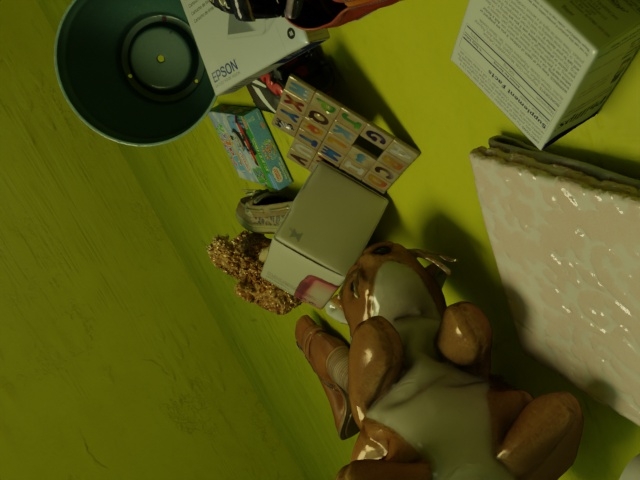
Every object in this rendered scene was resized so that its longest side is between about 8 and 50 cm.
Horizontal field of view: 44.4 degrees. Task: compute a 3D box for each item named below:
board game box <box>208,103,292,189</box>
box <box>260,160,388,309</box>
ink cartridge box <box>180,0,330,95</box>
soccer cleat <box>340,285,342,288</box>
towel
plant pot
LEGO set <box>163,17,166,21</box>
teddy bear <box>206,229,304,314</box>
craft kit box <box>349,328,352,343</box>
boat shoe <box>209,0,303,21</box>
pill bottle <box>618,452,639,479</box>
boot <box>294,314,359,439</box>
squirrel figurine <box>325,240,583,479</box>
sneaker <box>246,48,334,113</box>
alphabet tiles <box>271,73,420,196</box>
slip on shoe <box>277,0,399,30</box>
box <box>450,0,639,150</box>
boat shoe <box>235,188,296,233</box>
[{"bbox_3d":[-0.143,-0.189,1.558,0.211,0.039,0.160,23,142,62],"label":"board game box"},{"bbox_3d":[0.000,0.000,1.255,0.127,0.149,0.232,30,162,0],"label":"box"},{"bbox_3d":[-0.106,-0.331,1.036,0.223,0.045,0.224,-16,96,50],"label":"ink cartridge box"},{"bbox_3d":[0.080,0.057,1.351,0.196,0.068,0.076,149,104,-71],"label":"soccer cleat"},{"bbox_3d":[0.298,0.063,0.787,0.332,0.053,0.317,33,150,57],"label":"towel"},{"bbox_3d":[-0.307,-0.330,1.435,0.293,0.293,0.196,62,-171,-11],"label":"plant pot"},{"bbox_3d":[-0.390,-0.515,1.590,0.227,0.087,0.093,60,162,-4],"label":"LEGO set"},{"bbox_3d":[-0.090,0.038,1.527,0.245,0.113,0.338,26,-171,6],"label":"teddy bear"},{"bbox_3d":[0.105,0.319,1.525,0.250,0.061,0.247,81,-179,-61],"label":"craft kit box"},{"bbox_3d":[-0.060,-0.380,0.768,0.158,0.127,0.341,-125,29,-53],"label":"boat shoe"},{"bbox_3d":[0.405,0.290,0.781,0.208,0.117,0.118,23,141,61],"label":"pill bottle"},{"bbox_3d":[0.020,0.324,1.855,0.220,0.109,0.283,41,154,39],"label":"boot"},{"bbox_3d":[0.136,0.202,1.049,0.397,0.281,0.370,65,180,-47],"label":"squirrel figurine"},{"bbox_3d":[-0.085,-0.270,1.174,0.276,0.097,0.135,49,158,22],"label":"sneaker"},{"bbox_3d":[0.021,-0.134,1.128,0.198,0.009,0.237,31,161,-3],"label":"alphabet tiles"},{"bbox_3d":[0.043,-0.290,0.805,0.123,0.101,0.331,63,160,-9],"label":"slip on shoe"},{"bbox_3d":[0.189,-0.170,0.662,0.126,0.072,0.137,51,160,19],"label":"box"},{"bbox_3d":[-0.076,-0.062,1.512,0.285,0.104,0.089,17,120,52],"label":"boat shoe"}]
